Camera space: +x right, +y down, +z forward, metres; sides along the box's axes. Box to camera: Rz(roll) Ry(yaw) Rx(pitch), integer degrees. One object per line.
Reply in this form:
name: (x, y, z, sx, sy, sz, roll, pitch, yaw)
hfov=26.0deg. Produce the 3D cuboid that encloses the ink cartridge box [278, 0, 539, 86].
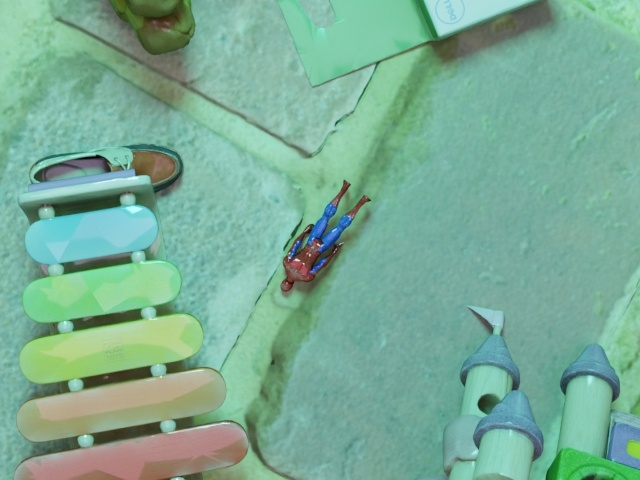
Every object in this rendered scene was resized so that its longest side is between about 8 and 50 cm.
ink cartridge box: (0.073, -0.258, 1.241, 0.235, 0.056, 0.171, -22, 95, -5)

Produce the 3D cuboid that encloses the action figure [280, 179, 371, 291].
action figure: (0.000, 0.000, 1.259, 0.038, 0.030, 0.115, 38, 94, 0)

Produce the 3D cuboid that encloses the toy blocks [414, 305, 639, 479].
toy blocks: (0.245, 0.183, 1.183, 0.289, 0.309, 0.260, 18, 49, 2)

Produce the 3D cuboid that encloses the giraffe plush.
giraffe plush: (-0.123, -0.289, 1.180, 0.170, 0.181, 0.210, -29, 61, -9)

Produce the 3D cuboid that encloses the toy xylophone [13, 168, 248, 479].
toy xylophone: (-0.209, 0.106, 1.218, 0.236, 0.081, 0.322, -18, 95, -3)

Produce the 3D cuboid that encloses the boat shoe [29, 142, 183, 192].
boat shoe: (-0.190, -0.061, 1.232, 0.137, 0.043, 0.049, -4, 91, -6)
